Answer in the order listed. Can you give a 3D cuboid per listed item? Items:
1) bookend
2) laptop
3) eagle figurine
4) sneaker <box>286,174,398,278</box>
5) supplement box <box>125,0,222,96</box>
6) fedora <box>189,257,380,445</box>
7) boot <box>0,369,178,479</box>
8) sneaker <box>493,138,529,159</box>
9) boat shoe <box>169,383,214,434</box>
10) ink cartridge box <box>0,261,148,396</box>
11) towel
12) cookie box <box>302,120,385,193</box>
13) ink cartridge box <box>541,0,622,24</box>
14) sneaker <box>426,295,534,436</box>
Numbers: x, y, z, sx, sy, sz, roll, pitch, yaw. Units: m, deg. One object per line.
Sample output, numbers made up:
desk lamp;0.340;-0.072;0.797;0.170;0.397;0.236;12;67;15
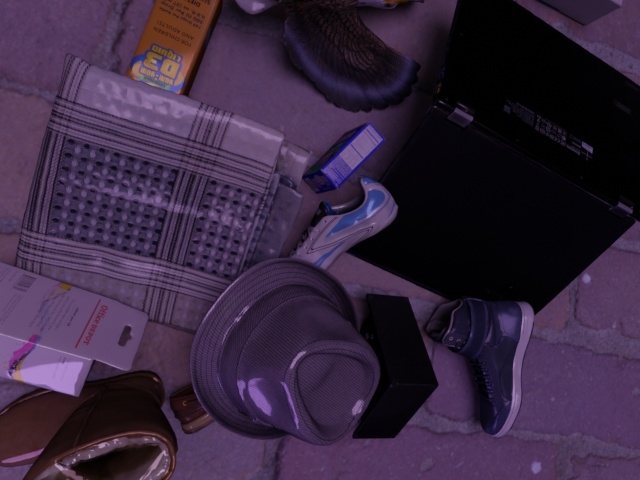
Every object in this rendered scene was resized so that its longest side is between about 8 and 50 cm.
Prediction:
bookend;0.093;0.191;0.747;0.072;0.156;0.157;7;42;-17
laptop;0.288;-0.123;0.802;0.382;0.236;0.408;24;66;-16
eagle figurine;0.035;-0.341;0.700;0.226;0.298;0.225;-41;70;14
sneaker;0.000;0.000;0.704;0.237;0.085;0.086;-40;101;9
supplement box;-0.207;-0.248;0.672;0.078;0.080;0.233;20;86;-15
fedora;-0.017;0.165;0.627;0.244;0.124;0.275;-47;131;-18
boot;-0.280;0.221;0.536;0.236;0.269;0.089;-19;94;-17
sneaker;0.319;-0.137;0.842;0.073;0.063;0.162;-16;93;-14
boat shoe;-0.129;0.196;0.692;0.178;0.064;0.060;-33;100;-13
ink cartridge box;-0.320;0.109;0.583;0.198;0.115;0.067;23;114;-16
towel;-0.199;-0.030;0.635;0.324;0.056;0.312;18;101;-16
cookie box;0.033;-0.123;0.737;0.107;0.092;0.040;-46;105;-14
ink cartridge box;0.480;-0.527;0.889;0.148;0.086;0.203;17;85;-16
sneaker;0.246;0.201;0.800;0.163;0.086;0.226;9;89;-14
